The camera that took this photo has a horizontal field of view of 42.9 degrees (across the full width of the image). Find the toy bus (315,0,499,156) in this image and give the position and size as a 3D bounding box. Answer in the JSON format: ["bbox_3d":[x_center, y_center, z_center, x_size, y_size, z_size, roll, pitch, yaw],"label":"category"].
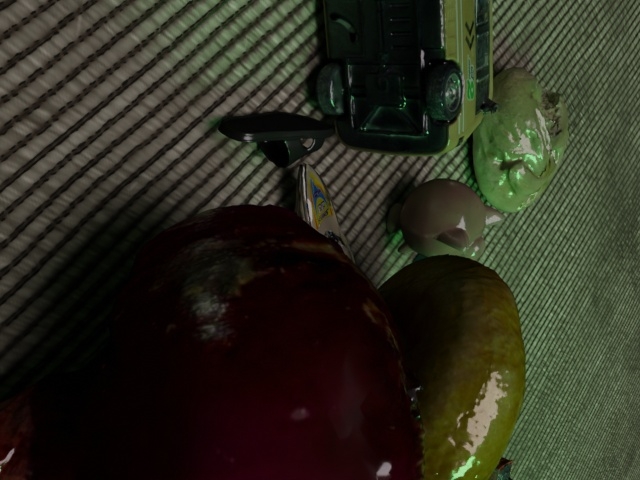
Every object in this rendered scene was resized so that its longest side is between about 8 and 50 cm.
[{"bbox_3d":[0.106,-0.291,0.942,0.202,0.176,0.366,-31,123,-51],"label":"toy bus"}]

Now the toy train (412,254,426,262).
[{"bbox_3d":[0.170,0.051,1.253,0.045,0.029,0.092,-45,135,-25],"label":"toy train"}]

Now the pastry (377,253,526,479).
[{"bbox_3d":[0.110,0.175,0.973,0.163,0.356,0.356,36,69,-17],"label":"pastry"}]

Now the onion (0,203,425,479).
[{"bbox_3d":[-0.131,0.177,0.713,0.420,0.398,0.399,-8,114,-6],"label":"onion"}]

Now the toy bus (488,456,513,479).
[{"bbox_3d":[0.309,0.495,1.530,0.065,0.077,0.192,-7,108,-49],"label":"toy bus"}]

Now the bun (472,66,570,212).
[{"bbox_3d":[0.335,-0.164,1.326,0.210,0.116,0.237,-38,130,-41],"label":"bun"}]

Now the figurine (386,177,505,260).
[{"bbox_3d":[0.172,-0.025,1.143,0.125,0.138,0.125,-33,132,-45],"label":"figurine"}]

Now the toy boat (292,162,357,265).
[{"bbox_3d":[0.000,0.000,0.984,0.084,0.066,0.210,-42,131,-39],"label":"toy boat"}]

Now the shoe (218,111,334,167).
[{"bbox_3d":[-0.052,-0.107,0.892,0.159,0.062,0.053,-11,122,-51],"label":"shoe"}]
